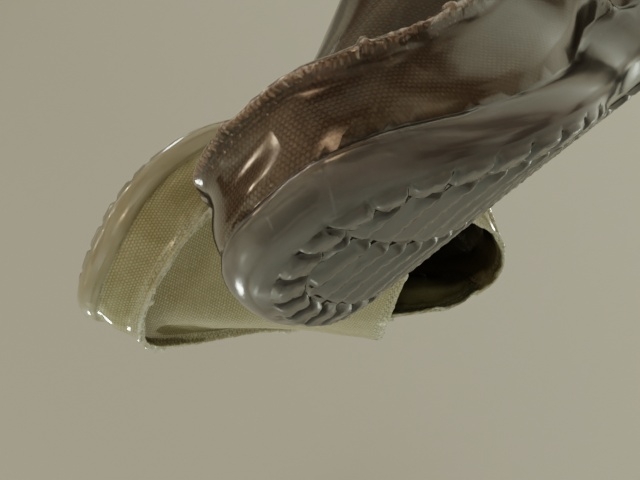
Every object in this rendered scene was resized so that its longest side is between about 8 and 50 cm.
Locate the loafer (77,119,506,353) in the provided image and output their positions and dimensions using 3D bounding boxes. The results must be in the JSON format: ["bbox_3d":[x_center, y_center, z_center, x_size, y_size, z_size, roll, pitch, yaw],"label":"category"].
[{"bbox_3d":[0.000,0.000,0.941,0.092,0.102,0.268,38,-147,29],"label":"loafer"}]

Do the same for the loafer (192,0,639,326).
[{"bbox_3d":[0.046,-0.078,0.780,0.130,0.134,0.366,52,-149,3],"label":"loafer"}]
